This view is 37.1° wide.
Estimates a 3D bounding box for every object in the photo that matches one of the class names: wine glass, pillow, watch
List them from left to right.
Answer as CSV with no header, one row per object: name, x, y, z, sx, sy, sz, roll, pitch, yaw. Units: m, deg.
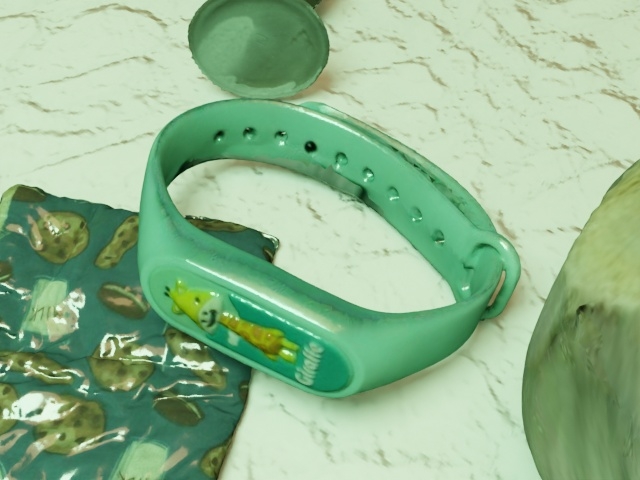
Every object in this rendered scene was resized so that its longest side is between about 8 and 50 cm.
pillow,-0.137,0.078,0.561,0.189,0.034,0.256,10,52,2
wine glass,-0.040,-0.224,0.744,0.103,0.103,0.231,2,50,-1
watch,0.000,0.000,0.584,0.237,0.068,0.195,24,43,11

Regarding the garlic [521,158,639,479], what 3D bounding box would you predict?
garlic,0.251,0.056,0.435,0.259,0.317,0.317,39,53,-20
